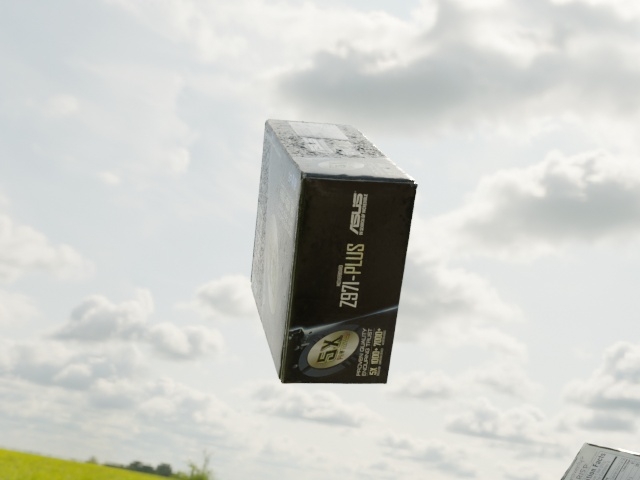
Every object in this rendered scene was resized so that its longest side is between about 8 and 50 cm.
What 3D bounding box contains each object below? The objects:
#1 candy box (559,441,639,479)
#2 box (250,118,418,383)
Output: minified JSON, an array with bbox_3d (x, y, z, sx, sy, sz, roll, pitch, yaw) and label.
[{"bbox_3d":[0.345,0.277,0.728,0.233,0.071,0.159,-1,-53,53],"label":"candy box"},{"bbox_3d":[0.000,0.000,0.614,0.077,0.147,0.180,2,20,-13],"label":"box"}]
